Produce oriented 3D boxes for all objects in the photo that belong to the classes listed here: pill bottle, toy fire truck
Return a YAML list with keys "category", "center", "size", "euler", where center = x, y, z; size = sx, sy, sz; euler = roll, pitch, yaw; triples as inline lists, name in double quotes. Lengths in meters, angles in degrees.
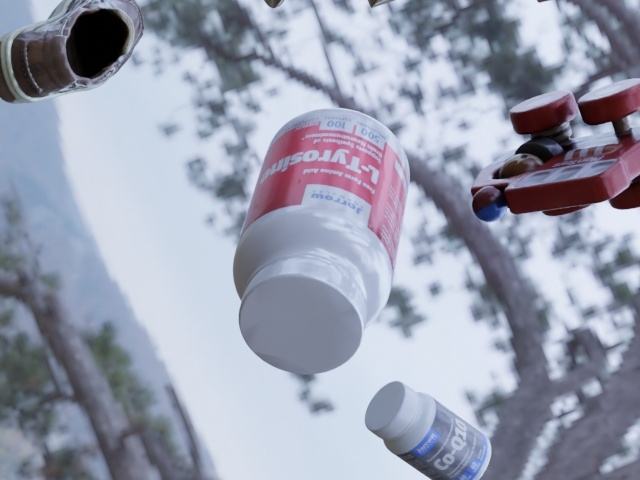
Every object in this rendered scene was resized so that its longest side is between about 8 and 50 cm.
- category: "pill bottle"
  center: [0.000, 0.000, 2.364]
  size: [0.407, 0.229, 0.229]
  euler: [-77, 155, -54]
- category: "toy fire truck"
  center: [0.340, -0.103, 2.311]
  size: [0.302, 0.254, 0.169]
  euler: [-7, -72, 45]
- category: "pill bottle"
  center: [0.119, 0.218, 1.828]
  size: [0.137, 0.078, 0.078]
  euler: [36, 10, -27]

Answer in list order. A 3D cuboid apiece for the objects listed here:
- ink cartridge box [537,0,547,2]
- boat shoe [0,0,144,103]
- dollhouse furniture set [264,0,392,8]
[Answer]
- category: "ink cartridge box"
  center: [0.348, -0.378, 2.139]
  size: [0.072, 0.127, 0.175]
  euler: [59, -8, -10]
- category: "boat shoe"
  center: [-0.220, -0.191, 1.592]
  size: [0.257, 0.095, 0.095]
  euler: [-51, 128, -60]
- category: "dollhouse furniture set"
  center: [0.023, -0.242, 1.247]
  size: [0.144, 0.151, 0.123]
  euler: [65, -23, 7]
